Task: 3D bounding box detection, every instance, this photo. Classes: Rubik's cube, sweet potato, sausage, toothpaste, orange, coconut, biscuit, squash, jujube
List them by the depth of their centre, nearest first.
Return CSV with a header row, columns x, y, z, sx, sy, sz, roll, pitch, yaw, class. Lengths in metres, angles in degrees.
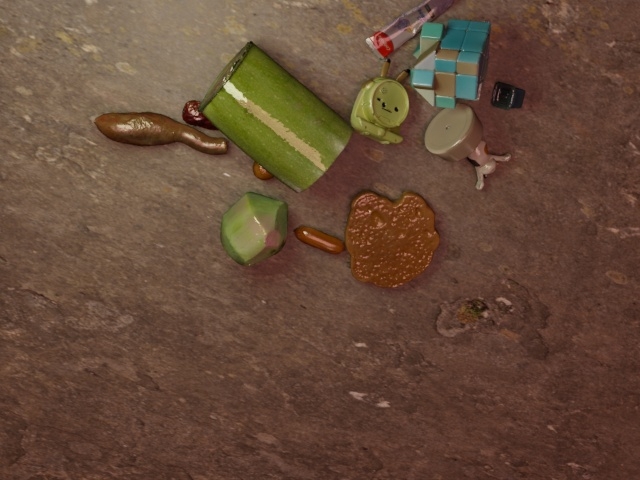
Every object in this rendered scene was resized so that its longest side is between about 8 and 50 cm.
x,y,z,sx,sy,sz,roll,pitch,yaw,class
0.361,-0.514,1.786,0.213,0.265,0.224,12,147,19,Rubik's cube
-0.132,-0.344,1.789,0.384,0.263,0.263,39,103,-16,squash
0.276,-0.640,1.825,0.301,0.048,0.075,-34,114,11,toothpaste
-0.465,-0.319,1.859,0.385,0.109,0.109,7,111,-19,sweet potato
-0.343,-0.367,1.862,0.129,0.077,0.077,17,109,-18,jujube
-0.168,-0.224,1.931,0.085,0.085,0.085,-2,111,-4,orange
-0.191,-0.042,1.931,0.236,0.236,0.204,-37,75,10,coconut
0.000,0.000,2.044,0.183,0.054,0.062,23,104,-10,sausage
0.230,-0.013,2.057,0.312,0.057,0.351,-16,113,1,biscuit

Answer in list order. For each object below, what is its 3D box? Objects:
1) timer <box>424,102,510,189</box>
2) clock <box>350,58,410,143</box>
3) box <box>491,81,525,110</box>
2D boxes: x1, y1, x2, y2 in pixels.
x,y,z,sx,sy,sz,roll,pitch,yaw,class
0.468,-0.279,1.945,0.266,0.175,0.175,32,106,-35,timer
0.191,-0.411,1.865,0.170,0.069,0.232,17,88,-29,clock
0.569,-0.435,1.904,0.054,0.099,0.074,-2,113,-20,box
